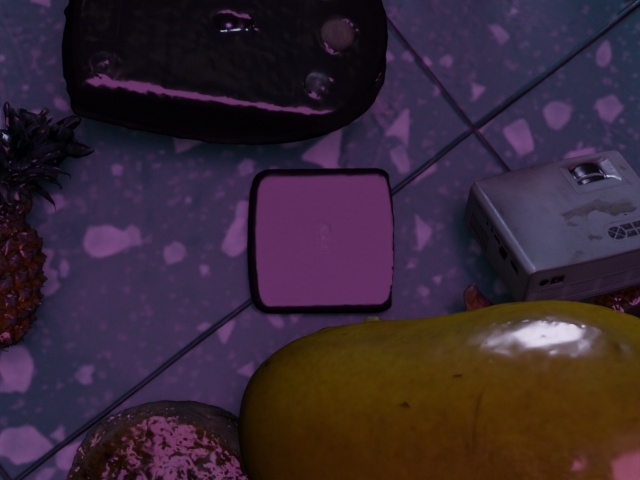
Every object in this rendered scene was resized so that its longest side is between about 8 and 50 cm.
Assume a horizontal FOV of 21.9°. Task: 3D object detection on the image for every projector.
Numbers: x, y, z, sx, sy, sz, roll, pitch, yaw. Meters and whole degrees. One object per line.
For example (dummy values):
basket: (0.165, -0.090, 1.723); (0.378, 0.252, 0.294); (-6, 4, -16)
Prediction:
projector: (0.209, -0.007, 1.383); (0.147, 0.061, 0.115); (-12, 50, -20)

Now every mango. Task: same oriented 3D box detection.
mango: (0.131, 0.181, 1.244); (0.445, 0.220, 0.301); (17, 99, 22)

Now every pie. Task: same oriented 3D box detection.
pie: (-0.124, 0.220, 1.356); (0.187, 0.041, 0.186); (1, 82, -5)

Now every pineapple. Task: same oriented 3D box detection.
pineapple: (-0.254, -0.004, 1.355); (0.083, 0.103, 0.221); (20, 76, -36)

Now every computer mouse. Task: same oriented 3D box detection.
computer mouse: (-0.081, -0.165, 1.391); (0.269, 0.100, 0.170); (8, 69, -5)

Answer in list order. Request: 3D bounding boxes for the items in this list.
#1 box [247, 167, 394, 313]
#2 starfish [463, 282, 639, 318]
box: (0.000, 0.000, 1.413); (0.125, 0.027, 0.126); (0, 82, -3)
starfish: (0.214, 0.111, 1.395); (0.238, 0.071, 0.216); (-34, 81, -11)
